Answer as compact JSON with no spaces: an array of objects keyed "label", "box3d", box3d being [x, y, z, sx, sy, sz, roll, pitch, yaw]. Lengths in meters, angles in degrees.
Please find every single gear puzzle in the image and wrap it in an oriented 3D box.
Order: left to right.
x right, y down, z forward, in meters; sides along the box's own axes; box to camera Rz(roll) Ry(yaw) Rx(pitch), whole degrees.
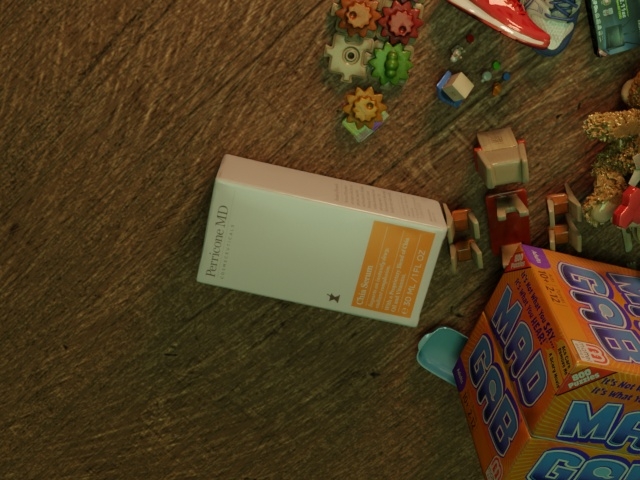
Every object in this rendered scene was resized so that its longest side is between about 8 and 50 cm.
[{"label":"gear puzzle","box3d":[0.098,-0.372,1.660,0.175,0.044,0.339,10,111,-4]}]

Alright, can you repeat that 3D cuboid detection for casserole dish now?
[{"label":"casserole dish","box3d":[0.297,0.254,1.935,0.188,0.037,0.114,30,110,-13]}]

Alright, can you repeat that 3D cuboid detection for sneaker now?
[{"label":"sneaker","box3d":[0.338,-0.444,1.591,0.221,0.087,0.128,31,107,8]},{"label":"sneaker","box3d":[0.432,-0.471,1.578,0.111,0.131,0.297,2,114,-3]}]

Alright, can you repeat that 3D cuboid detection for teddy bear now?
[{"label":"teddy bear","box3d":[0.600,-0.180,1.694,0.245,0.113,0.338,-9,110,-17]}]

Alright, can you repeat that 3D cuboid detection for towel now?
[{"label":"towel","box3d":[0.088,-0.240,1.742,0.083,0.009,0.060,-41,106,15]}]

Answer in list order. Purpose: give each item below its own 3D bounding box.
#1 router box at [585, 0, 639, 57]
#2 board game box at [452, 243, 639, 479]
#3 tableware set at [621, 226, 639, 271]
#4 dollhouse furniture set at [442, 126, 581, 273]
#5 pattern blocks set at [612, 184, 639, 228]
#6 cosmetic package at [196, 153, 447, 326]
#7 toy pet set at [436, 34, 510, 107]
[{"label":"router box","box3d":[0.553,-0.414,1.650,0.092,0.038,0.122,-16,112,6]},{"label":"board game box","box3d":[0.518,0.279,1.722,0.356,0.356,0.356,12,122,-14]},{"label":"tableware set","box3d":[0.704,0.026,1.834,0.128,0.039,0.194,-16,112,7]},{"label":"dollhouse furniture set","box3d":[0.374,-0.079,1.766,0.262,0.135,0.259,-10,124,5]},{"label":"pattern blocks set","box3d":[0.696,-0.131,1.677,0.285,0.026,0.325,25,93,-40]},{"label":"cosmetic package","box3d":[0.000,0.000,1.763,0.453,0.161,0.230,12,112,-4]},{"label":"toy pet set","box3d":[0.281,-0.312,1.697,0.122,0.065,0.114,42,72,-19]}]
